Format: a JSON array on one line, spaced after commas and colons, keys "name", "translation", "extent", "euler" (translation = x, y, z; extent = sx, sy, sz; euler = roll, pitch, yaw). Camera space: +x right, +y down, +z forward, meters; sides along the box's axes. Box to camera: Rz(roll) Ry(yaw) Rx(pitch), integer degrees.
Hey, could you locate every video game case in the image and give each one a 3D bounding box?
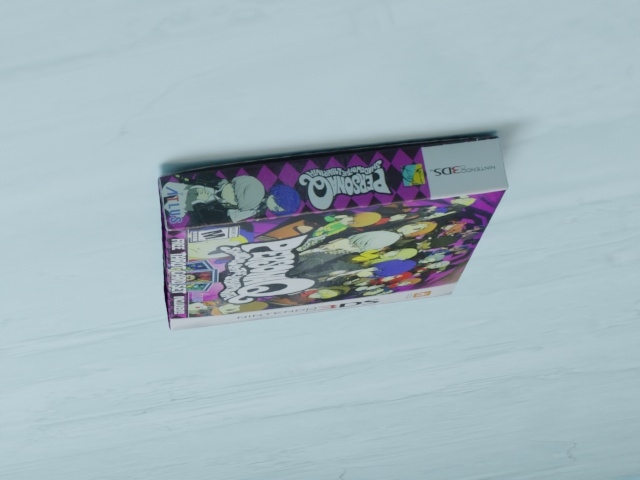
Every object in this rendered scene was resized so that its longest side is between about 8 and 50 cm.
[{"name": "video game case", "translation": [0.000, 0.000, 1.096], "extent": [0.210, 0.041, 0.232], "euler": [-7, 162, -8]}]
